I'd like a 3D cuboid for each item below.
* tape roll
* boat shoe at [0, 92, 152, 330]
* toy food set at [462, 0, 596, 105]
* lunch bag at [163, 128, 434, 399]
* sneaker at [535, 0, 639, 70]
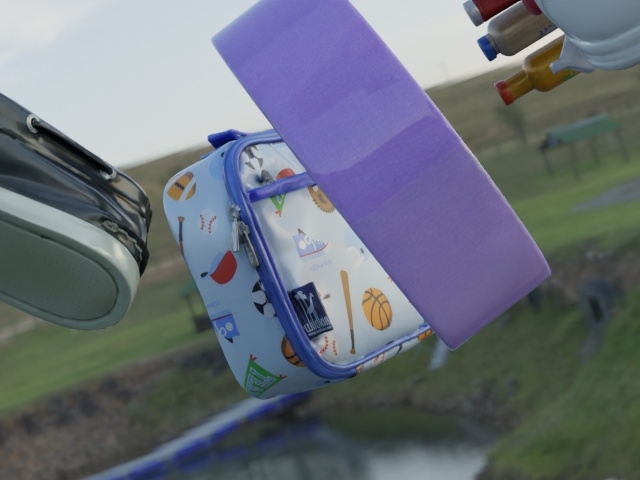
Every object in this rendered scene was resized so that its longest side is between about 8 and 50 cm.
[{"bbox_3d":[0.041,-0.057,1.040,0.090,0.274,0.275,-38,-1,2],"label":"tape roll"},{"bbox_3d":[-0.257,-0.070,0.961,0.127,0.340,0.113,-58,8,45],"label":"boat shoe"},{"bbox_3d":[0.189,-0.183,1.300,0.105,0.111,0.232,-31,1,6],"label":"toy food set"},{"bbox_3d":[0.000,0.000,1.355,0.115,0.243,0.303,-23,-2,35],"label":"lunch bag"},{"bbox_3d":[0.185,-0.167,0.683,0.212,0.094,0.080,-37,32,23],"label":"sneaker"}]
